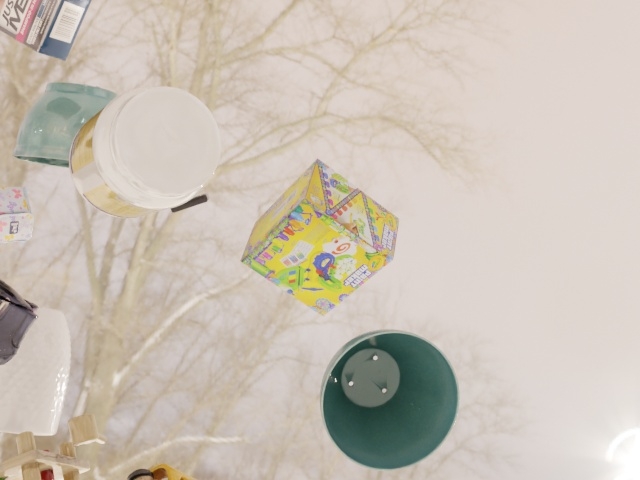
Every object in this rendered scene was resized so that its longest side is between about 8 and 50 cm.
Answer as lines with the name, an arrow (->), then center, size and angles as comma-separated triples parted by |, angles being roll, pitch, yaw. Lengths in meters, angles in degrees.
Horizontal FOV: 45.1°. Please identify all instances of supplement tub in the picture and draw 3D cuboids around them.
supplement tub -> -0.356, -0.174, 1.556 | 0.241, 0.241, 0.331 | 27, -16, -26

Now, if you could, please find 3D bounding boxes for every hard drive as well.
hard drive -> -0.332, -0.097, 1.967 | 0.094, 0.022, 0.135 | -19, 6, -5

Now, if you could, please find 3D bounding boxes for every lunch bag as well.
lunch bag -> -0.472, -0.037, 1.156 | 0.053, 0.083, 0.071 | -20, -10, 35

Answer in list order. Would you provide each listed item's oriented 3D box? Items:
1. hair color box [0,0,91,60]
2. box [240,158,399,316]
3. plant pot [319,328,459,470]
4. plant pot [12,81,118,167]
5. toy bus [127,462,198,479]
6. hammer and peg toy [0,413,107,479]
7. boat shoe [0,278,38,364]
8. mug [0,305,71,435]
hair color box -> -0.698, -0.563, 1.736 | 0.347, 0.174, 0.105 | 31, 11, 16
box -> 0.000, 0.000, 1.995 | 0.279, 0.177, 0.290 | 36, -53, -17
plant pot -> 0.127, 0.318, 1.656 | 0.290, 0.290, 0.195 | 21, 1, -11
plant pot -> -0.604, -0.284, 1.926 | 0.293, 0.196, 0.293 | 5, 0, 0
toy bus -> -0.272, 0.431, 1.302 | 0.191, 0.104, 0.202 | -1, -50, -23
hammer and peg toy -> -0.636, 0.522, 1.738 | 0.361, 0.127, 0.266 | -21, -24, 2
boat shoe -> -0.680, 0.222, 1.465 | 0.158, 0.340, 0.127 | 35, 5, -22
mug -> -0.843, 0.343, 2.128 | 0.276, 0.328, 0.374 | 16, -13, -29
